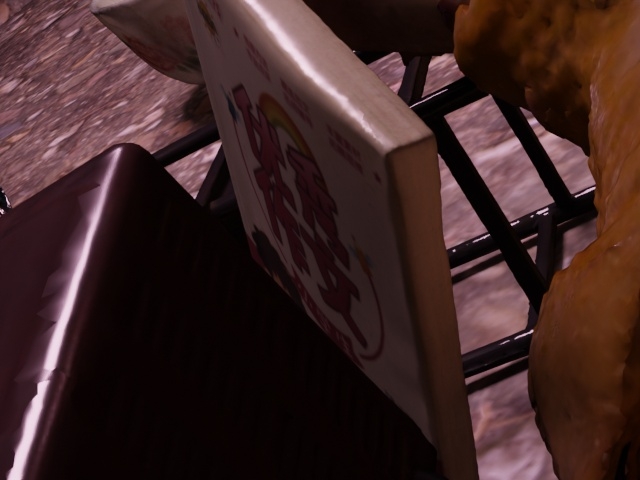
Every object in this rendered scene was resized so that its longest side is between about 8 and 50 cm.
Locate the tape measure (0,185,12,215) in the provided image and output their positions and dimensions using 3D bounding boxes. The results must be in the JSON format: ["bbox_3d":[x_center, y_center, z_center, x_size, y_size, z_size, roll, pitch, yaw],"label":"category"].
[{"bbox_3d":[-0.130,-0.005,0.975,0.107,0.180,0.104,-44,5,-18],"label":"tape measure"}]

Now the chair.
[{"bbox_3d":[0.000,0.000,0.770,0.260,0.154,0.141,-25,22,23],"label":"chair"}]

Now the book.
[{"bbox_3d":[0.005,0.005,0.574,0.022,0.232,0.162,-29,48,-14],"label":"book"}]

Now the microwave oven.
[{"bbox_3d":[-0.102,0.127,0.479,0.247,0.178,0.188,-29,33,26],"label":"microwave oven"}]

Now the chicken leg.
[{"bbox_3d":[0.123,-0.034,0.517,0.409,0.182,0.295,21,74,36],"label":"chicken leg"}]

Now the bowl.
[{"bbox_3d":[-0.056,-0.232,1.385,0.277,0.145,0.277,-31,22,14],"label":"bowl"}]
